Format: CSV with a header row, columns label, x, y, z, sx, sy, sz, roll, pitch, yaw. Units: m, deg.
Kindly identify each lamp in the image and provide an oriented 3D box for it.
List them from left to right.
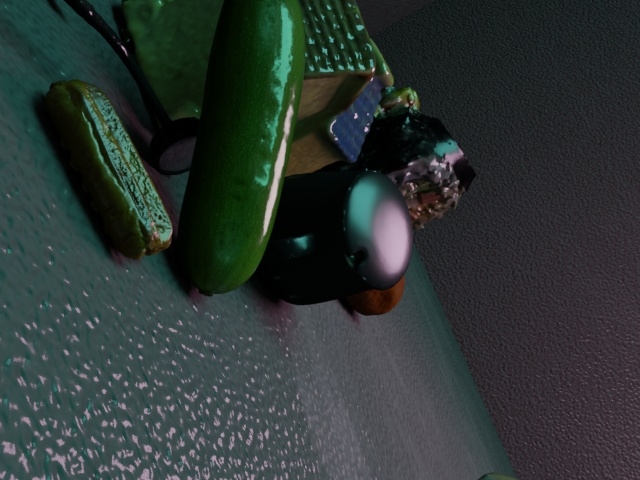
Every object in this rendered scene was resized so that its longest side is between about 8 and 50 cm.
label,x,y,z,sx,sy,sz,roll,pitch,yaw
lamp,-0.196,-0.192,0.708,0.108,0.130,0.371,59,9,27

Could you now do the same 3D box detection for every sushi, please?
label,x,y,z,sx,sy,sz,roll,pitch,yaw
sushi,0.128,-0.183,1.658,0.328,0.328,0.285,33,37,-60

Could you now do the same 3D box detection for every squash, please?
label,x,y,z,sx,sy,sz,roll,pitch,yaw
squash,-0.072,-0.130,0.786,0.101,0.101,0.379,38,57,-66

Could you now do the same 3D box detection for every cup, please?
label,x,y,z,sx,sy,sz,roll,pitch,yaw
cup,0.000,0.000,0.966,0.223,0.176,0.169,-16,99,-52

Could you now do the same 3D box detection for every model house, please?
label,x,y,z,sx,sy,sz,roll,pitch,yaw
model house,-0.061,-0.224,1.011,0.261,0.266,0.321,71,13,18

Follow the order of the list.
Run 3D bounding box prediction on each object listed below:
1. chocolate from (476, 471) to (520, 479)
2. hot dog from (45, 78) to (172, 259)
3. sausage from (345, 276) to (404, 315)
label,x,y,z,sx,sy,sz,roll,pitch,yaw
chocolate,0.112,0.309,0.616,0.213,0.303,0.303,40,10,4
hot dog,-0.176,-0.062,0.653,0.165,0.045,0.071,63,13,-1
sausage,0.067,0.031,1.360,0.258,0.133,0.133,56,13,-36
